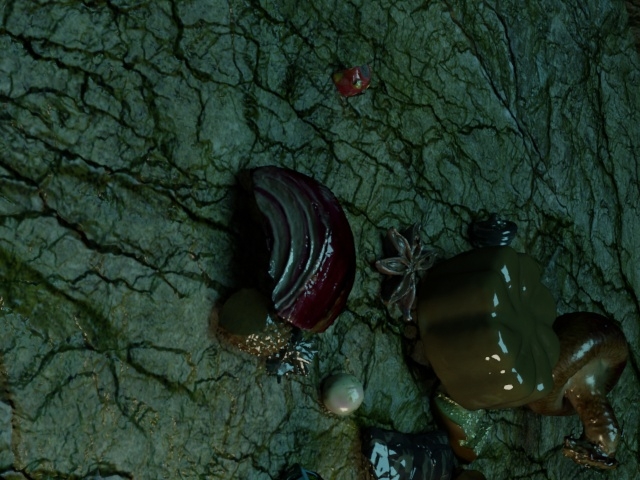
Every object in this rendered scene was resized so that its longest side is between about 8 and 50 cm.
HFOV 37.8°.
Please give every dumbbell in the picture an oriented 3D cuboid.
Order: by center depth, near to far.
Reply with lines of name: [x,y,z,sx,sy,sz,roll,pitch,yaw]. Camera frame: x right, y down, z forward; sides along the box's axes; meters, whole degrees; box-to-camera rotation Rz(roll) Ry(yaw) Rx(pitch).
dumbbell: [0.435,0.055,2.317,0.110,0.110,0.255,-23,113,-50]

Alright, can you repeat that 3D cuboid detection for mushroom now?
mushroom: [0.043,0.302,1.836,0.083,0.067,0.084,3,80,-16]
mushroom: [0.342,0.595,2.210,0.127,0.087,0.127,-18,121,-33]
mushroom: [0.682,0.370,2.451,0.331,0.356,0.334,24,111,-25]

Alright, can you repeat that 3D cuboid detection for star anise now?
star anise: [0.173,0.049,2.014,0.172,0.063,0.208,44,59,-37]

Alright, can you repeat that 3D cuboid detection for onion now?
onion: [0.000,0.000,1.665,0.280,0.146,0.314,15,54,-63]

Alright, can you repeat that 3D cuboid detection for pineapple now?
pineapple: [-0.082,0.177,1.660,0.251,0.125,0.125,46,55,-54]

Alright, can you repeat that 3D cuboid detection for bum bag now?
bum bag: [0.199,0.477,2.011,0.340,0.095,0.144,18,60,-52]

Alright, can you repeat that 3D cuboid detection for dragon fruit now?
dragon fruit: [0.071,-0.322,1.890,0.083,0.056,0.060,-19,103,-52]

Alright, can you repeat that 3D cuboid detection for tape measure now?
tape measure: [-0.008,0.494,1.727,0.125,0.081,0.146,46,17,-49]

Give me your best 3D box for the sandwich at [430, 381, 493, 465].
sandwich: [0.339,0.437,2.191,0.090,0.088,0.244,-51,128,-35]

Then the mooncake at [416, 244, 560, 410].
mooncake: [0.400,0.197,2.124,0.378,0.200,0.379,25,56,-43]
